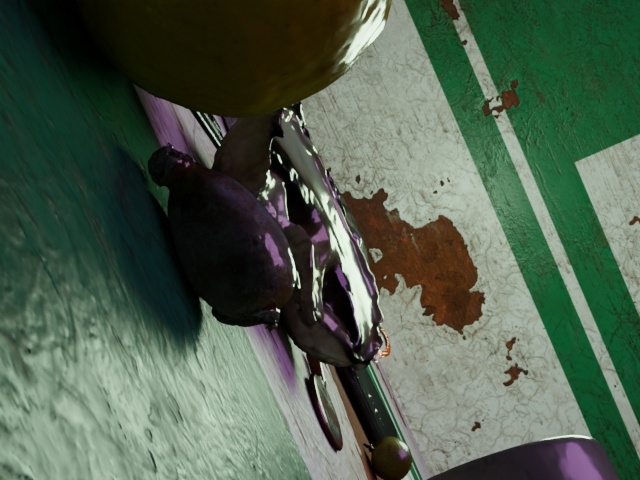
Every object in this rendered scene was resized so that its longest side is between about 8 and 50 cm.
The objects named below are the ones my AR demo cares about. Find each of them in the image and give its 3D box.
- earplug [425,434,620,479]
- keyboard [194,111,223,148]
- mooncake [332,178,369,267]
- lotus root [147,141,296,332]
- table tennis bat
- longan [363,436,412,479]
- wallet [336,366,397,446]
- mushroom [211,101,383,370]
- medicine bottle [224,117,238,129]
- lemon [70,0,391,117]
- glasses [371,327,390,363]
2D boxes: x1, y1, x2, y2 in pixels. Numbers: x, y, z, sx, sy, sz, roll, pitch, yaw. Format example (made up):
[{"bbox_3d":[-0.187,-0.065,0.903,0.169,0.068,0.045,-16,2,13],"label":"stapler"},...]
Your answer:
[{"bbox_3d":[0.282,0.477,0.969,0.312,0.313,0.393,62,7,-58],"label":"earplug"},{"bbox_3d":[-0.162,-0.179,1.065,0.202,0.011,0.067,60,8,-63],"label":"keyboard"},{"bbox_3d":[0.005,-0.003,1.475,0.250,0.136,0.254,63,2,15],"label":"mooncake"},{"bbox_3d":[-0.075,-0.004,0.627,0.165,0.088,0.088,57,1,12],"label":"lotus root"},{"bbox_3d":[0.002,0.197,1.020,0.154,0.019,0.098,-105,171,-53],"label":"table tennis bat"},{"bbox_3d":[0.105,0.345,1.284,0.083,0.075,0.075,25,-2,6],"label":"longan"},{"bbox_3d":[0.089,0.304,1.476,0.149,0.044,0.250,-85,152,-76],"label":"wallet"},{"bbox_3d":[-0.035,-0.001,0.960,0.247,0.130,0.344,-82,151,-53],"label":"mushroom"},{"bbox_3d":[-0.131,-0.204,1.432,0.201,0.052,0.171,62,5,-64],"label":"medicine bottle"},{"bbox_3d":[-0.069,-0.228,0.644,0.316,0.286,0.285,30,33,-59],"label":"lemon"},{"bbox_3d":[0.057,0.177,1.779,0.162,0.095,0.255,19,42,-47],"label":"glasses"}]
